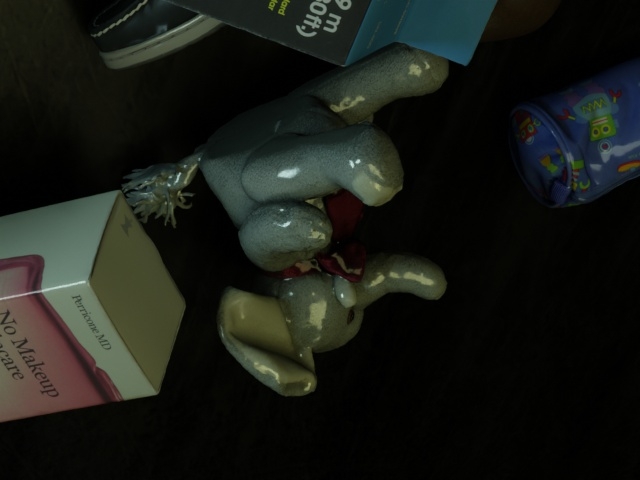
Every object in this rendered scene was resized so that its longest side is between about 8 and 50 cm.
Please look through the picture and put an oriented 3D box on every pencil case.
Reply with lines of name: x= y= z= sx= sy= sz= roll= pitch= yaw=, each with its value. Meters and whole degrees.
pencil case: x=0.357 y=-0.131 z=1.659 sx=0.306 sy=0.133 sz=0.119 roll=-20 pitch=153 yaw=-14

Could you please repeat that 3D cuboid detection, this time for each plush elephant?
plush elephant: x=0.000 y=0.000 z=1.485 sx=0.330 sy=0.272 sz=0.255 roll=-20 pitch=114 yaw=19

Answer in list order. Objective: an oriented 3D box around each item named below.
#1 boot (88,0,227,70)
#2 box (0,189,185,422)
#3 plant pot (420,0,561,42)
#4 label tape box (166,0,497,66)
boot: x=-0.114 y=-0.340 z=1.302 sx=0.377 sy=0.138 sz=0.284 roll=-31 pitch=114 yaw=26
box: x=-0.264 y=0.068 z=1.408 sx=0.232 sy=0.127 sz=0.149 roll=-12 pitch=128 yaw=20
plant pot: x=0.125 y=-0.271 z=1.441 sx=0.230 sy=0.215 sz=0.215 roll=13 pitch=112 yaw=-49
label tape box: x=0.012 y=-0.275 z=1.200 sx=0.333 sy=0.106 sz=0.241 roll=19 pitch=118 yaw=-9
